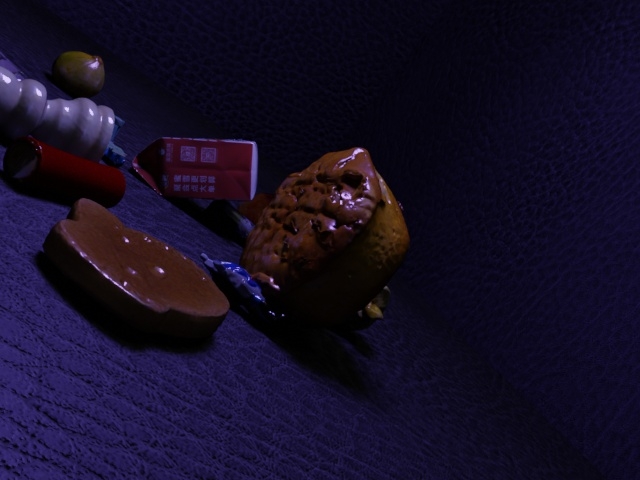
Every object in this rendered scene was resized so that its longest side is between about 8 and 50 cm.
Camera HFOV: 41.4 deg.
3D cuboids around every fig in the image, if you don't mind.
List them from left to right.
[{"bbox_3d":[-0.653,-0.448,2.287,0.153,0.120,0.136,16,6,17],"label":"fig"}]

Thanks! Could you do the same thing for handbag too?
[{"bbox_3d":[-0.300,-0.171,2.026,0.298,0.151,0.171,2,7,-3],"label":"handbag"}]

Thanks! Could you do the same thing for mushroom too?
[{"bbox_3d":[-0.103,-0.014,2.272,0.227,0.148,0.217,42,-8,23],"label":"mushroom"}]

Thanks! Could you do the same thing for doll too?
[{"bbox_3d":[-0.149,0.091,1.561,0.195,0.070,0.096,41,-23,1],"label":"doll"}]

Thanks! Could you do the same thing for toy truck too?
[{"bbox_3d":[-0.479,-0.236,1.923,0.067,0.081,0.175,29,11,-40],"label":"toy truck"}]

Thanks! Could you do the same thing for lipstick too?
[{"bbox_3d":[-0.423,-0.110,1.418,0.080,0.080,0.241,41,9,22],"label":"lipstick"}]

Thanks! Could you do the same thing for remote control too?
[{"bbox_3d":[-0.168,-0.014,2.100,0.266,0.066,0.090,36,9,-15],"label":"remote control"}]

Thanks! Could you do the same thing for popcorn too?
[{"bbox_3d":[0.073,0.129,1.992,0.185,0.167,0.187,44,12,7],"label":"popcorn"}]

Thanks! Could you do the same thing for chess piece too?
[{"bbox_3d":[-0.514,-0.223,1.510,0.251,0.144,0.144,24,14,-38],"label":"chess piece"}]

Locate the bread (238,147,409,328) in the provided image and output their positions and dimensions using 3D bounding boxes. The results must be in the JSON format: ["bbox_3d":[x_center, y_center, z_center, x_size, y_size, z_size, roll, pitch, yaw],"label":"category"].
[{"bbox_3d":[0.000,0.000,1.710,0.215,0.398,0.398,43,4,-25],"label":"bread"}]

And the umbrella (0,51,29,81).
[{"bbox_3d":[-0.718,-0.391,1.764,0.337,0.073,0.067,40,-1,25],"label":"umbrella"}]

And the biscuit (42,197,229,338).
[{"bbox_3d":[-0.279,0.043,1.243,0.287,0.057,0.344,40,8,16],"label":"biscuit"}]
